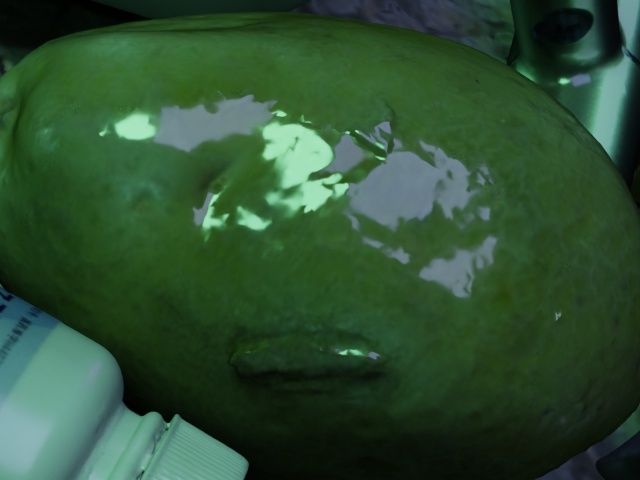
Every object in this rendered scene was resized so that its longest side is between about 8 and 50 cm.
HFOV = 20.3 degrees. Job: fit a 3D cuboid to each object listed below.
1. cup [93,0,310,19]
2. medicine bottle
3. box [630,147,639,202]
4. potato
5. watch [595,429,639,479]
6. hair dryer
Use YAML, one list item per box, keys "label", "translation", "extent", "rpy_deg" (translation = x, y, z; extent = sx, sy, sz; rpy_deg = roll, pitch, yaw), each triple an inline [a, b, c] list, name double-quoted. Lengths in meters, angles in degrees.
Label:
- label: "cup"
  translation: [-0.124, -0.208, 0.671]
  extent: [0.317, 0.212, 0.212]
  rpy_deg: [17, 44, -18]
- label: "medicine bottle"
  translation: [-0.121, 0.054, 0.501]
  extent: [0.186, 0.103, 0.103]
  rpy_deg: [30, 42, -2]
- label: "box"
  translation: [0.262, -0.081, 0.905]
  extent: [0.173, 0.043, 0.311]
  rpy_deg: [30, 42, -2]
- label: "potato"
  translation: [0.000, 0.000, 0.583]
  extent: [0.235, 0.178, 0.160]
  rpy_deg: [16, 80, -17]
- label: "watch"
  translation: [0.273, 0.084, 0.649]
  extent: [0.274, 0.241, 0.305]
  rpy_deg: [40, 37, -16]
- label: "hair dryer"
  translation: [0.127, -0.164, 0.727]
  extent: [0.155, 0.284, 0.320]
  rpy_deg: [13, 43, 5]
